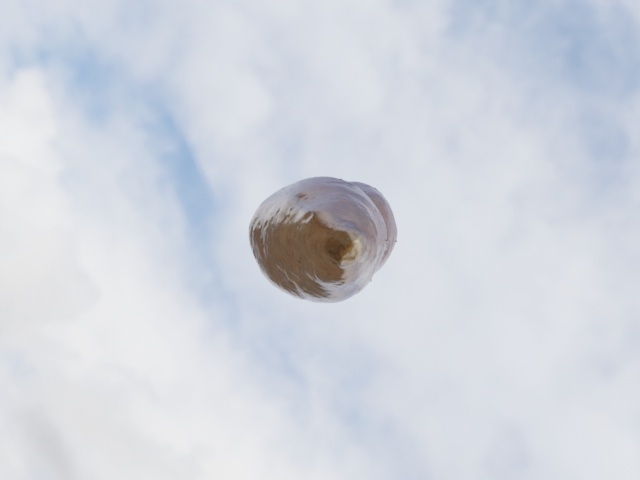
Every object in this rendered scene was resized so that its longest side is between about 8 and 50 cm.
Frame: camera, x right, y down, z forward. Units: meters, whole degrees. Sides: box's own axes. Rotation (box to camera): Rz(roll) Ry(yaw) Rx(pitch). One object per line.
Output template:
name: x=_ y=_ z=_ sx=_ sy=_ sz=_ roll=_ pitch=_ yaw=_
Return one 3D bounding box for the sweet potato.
sweet potato: x=0.001 y=-0.002 z=0.687 sx=0.058 sy=0.055 sz=0.202 roll=35 pitch=4 yaw=0
